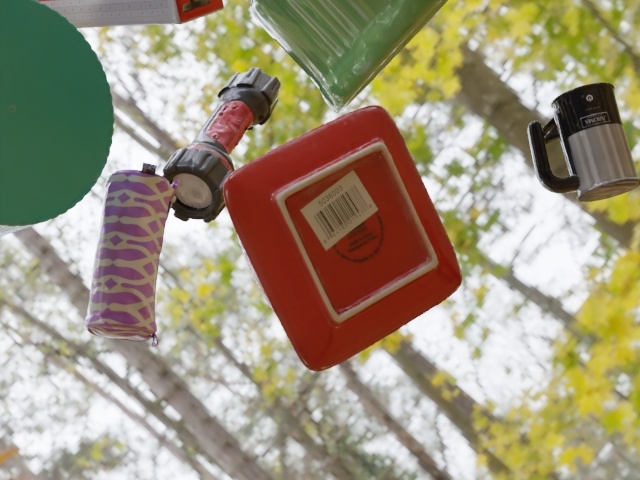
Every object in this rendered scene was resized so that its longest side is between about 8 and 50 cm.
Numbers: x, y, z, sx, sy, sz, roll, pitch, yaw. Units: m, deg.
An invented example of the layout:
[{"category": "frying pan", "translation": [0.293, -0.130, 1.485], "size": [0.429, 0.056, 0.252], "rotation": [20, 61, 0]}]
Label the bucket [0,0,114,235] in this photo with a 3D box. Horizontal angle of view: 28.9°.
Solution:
[{"category": "bucket", "translation": [-0.368, -0.128, 1.319], "size": [0.281, 0.281, 0.183], "rotation": [-34, 18, -37]}]

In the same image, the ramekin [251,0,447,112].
[{"category": "ramekin", "translation": [0.067, -0.290, 1.283], "size": [0.303, 0.148, 0.303], "rotation": [-47, 2, 3]}]

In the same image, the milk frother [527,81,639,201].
[{"category": "milk frother", "translation": [0.343, -0.115, 1.621], "size": [0.129, 0.135, 0.143], "rotation": [-17, -14, 19]}]

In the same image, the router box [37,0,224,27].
[{"category": "router box", "translation": [-0.295, -0.436, 1.639], "size": [0.082, 0.335, 0.301], "rotation": [-29, -64, -40]}]

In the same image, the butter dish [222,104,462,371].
[{"category": "butter dish", "translation": [0.000, 0.000, 0.939], "size": [0.160, 0.160, 0.118], "rotation": [-29, 8, -28]}]

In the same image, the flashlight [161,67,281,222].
[{"category": "flashlight", "translation": [-0.133, -0.147, 1.776], "size": [0.304, 0.103, 0.103], "rotation": [-62, -4, -49]}]

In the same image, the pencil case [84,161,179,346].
[{"category": "pencil case", "translation": [-0.221, 0.017, 1.462], "size": [0.086, 0.088, 0.206], "rotation": [-22, 58, 63]}]
